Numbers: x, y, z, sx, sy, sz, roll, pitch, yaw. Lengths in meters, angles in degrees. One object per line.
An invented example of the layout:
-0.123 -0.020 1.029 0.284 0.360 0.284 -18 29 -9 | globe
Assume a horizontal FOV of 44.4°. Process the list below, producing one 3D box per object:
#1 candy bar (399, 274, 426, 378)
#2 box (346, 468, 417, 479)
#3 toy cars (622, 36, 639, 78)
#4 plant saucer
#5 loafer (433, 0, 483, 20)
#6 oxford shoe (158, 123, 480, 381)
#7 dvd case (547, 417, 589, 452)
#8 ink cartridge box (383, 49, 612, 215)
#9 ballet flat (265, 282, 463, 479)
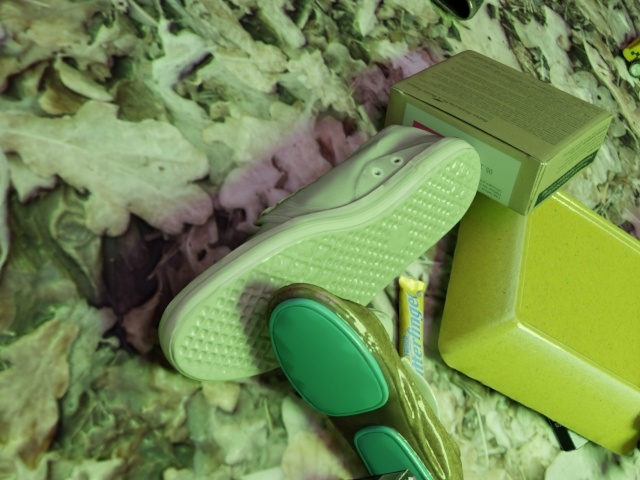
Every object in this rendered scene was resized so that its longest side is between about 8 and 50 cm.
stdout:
0.112 0.121 0.954 0.040 0.018 0.162 17 60 -27 | candy bar
0.095 0.310 0.795 0.029 0.116 0.162 -38 92 -38 | box
0.663 -0.215 1.427 0.176 0.087 0.394 11 64 -29 | toy cars
0.331 0.069 1.047 0.332 0.081 0.333 29 56 -18 | plant saucer
0.139 -0.447 1.175 0.302 0.109 0.095 31 59 -22 | loafer
0.000 0.000 0.874 0.130 0.169 0.449 31 51 34 | oxford shoe
0.378 0.165 1.104 0.238 0.029 0.179 -19 80 -37 | dvd case
0.231 -0.152 1.042 0.234 0.088 0.193 34 46 28 | ink cartridge box
0.061 0.152 0.819 0.342 0.116 0.124 55 35 -21 | ballet flat
